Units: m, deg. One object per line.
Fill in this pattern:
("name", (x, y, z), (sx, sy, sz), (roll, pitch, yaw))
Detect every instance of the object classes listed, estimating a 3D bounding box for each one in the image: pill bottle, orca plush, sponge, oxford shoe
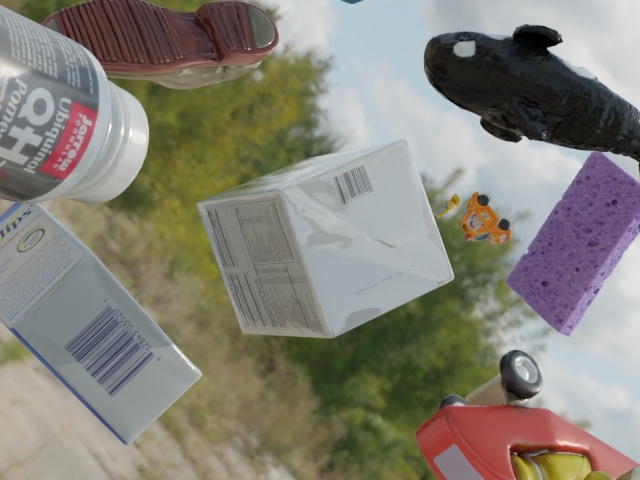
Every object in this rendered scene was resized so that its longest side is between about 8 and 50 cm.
("pill bottle", (-0.318, -0.136, 1.337), (0.176, 0.176, 0.318), (49, 15, 32))
("orca plush", (0.231, -0.118, 1.424), (0.287, 0.102, 0.151), (35, -45, -9))
("sponge", (0.326, 0.001, 1.714), (0.031, 0.210, 0.117), (20, 18, -41))
("oxford shoe", (-0.229, -0.250, 1.884), (0.130, 0.348, 0.123), (-48, -127, 50))

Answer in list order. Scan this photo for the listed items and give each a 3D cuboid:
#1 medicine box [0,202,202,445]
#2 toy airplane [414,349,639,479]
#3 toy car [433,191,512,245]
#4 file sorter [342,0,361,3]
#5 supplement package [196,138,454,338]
("medicine box", (-0.344, 0.106, 1.926), (0.263, 0.149, 0.289), (52, -12, -32))
("toy airplane", (0.318, 0.331, 1.629), (0.386, 0.384, 0.272), (78, 13, -44))
("toy car", (0.149, -0.014, 1.374), (0.060, 0.040, 0.122), (54, -10, -6))
("file sorter", (0.037, -0.280, 1.031), (0.118, 0.170, 0.104), (36, -7, -16))
("supplement package", (0.000, 0.000, 1.813), (0.262, 0.199, 0.198), (-5, -73, 62))
